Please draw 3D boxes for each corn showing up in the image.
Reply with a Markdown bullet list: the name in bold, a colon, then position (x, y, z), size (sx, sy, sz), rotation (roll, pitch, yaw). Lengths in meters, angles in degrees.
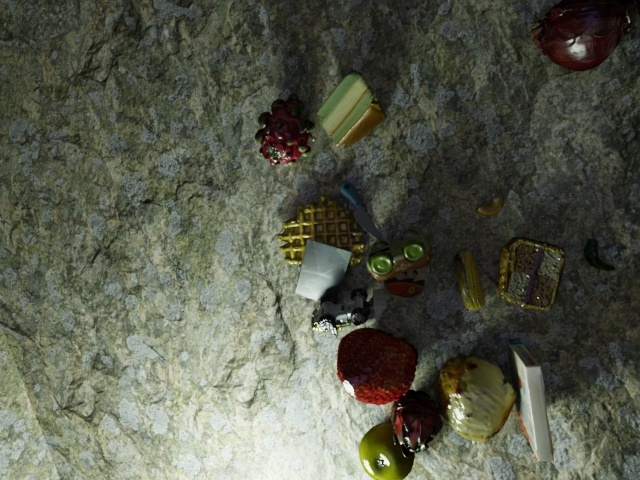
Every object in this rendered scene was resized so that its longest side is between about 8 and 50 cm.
- **corn**: position (0.495, 0.132, 1.340), size (0.072, 0.072, 0.203), rotation (-13, 88, 16)

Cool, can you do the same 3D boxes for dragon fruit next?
- **dragon fruit**: position (-0.131, -0.399, 1.431), size (0.218, 0.198, 0.273), rotation (-15, 87, 24)
- **dragon fruit**: position (0.314, 0.591, 1.327), size (0.182, 0.182, 0.189), rotation (-43, 40, 13)

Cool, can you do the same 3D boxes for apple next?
- **apple**: position (0.229, 0.737, 1.390), size (0.196, 0.157, 0.196), rotation (-1, 86, 23)

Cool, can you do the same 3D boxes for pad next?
- **pad**: position (0.006, 0.120, 1.448), size (0.163, 0.004, 0.243), rotation (16, 117, 3)

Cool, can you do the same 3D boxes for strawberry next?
- **strawberry**: position (0.175, 0.423, 1.327), size (0.250, 0.288, 0.239), rotation (1, 102, 36)

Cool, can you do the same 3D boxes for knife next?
- **knife**: position (0.142, -0.100, 1.443), size (0.058, 0.032, 0.244), rotation (-28, 86, -23)

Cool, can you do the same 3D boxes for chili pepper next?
- **chili pepper**: position (0.860, 0.052, 1.252), size (0.055, 0.035, 0.118), rotation (-33, 79, 31)

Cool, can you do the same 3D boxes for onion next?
- **onion**: position (0.783, -0.633, 1.163), size (0.281, 0.281, 0.221), rotation (-34, 126, 14)

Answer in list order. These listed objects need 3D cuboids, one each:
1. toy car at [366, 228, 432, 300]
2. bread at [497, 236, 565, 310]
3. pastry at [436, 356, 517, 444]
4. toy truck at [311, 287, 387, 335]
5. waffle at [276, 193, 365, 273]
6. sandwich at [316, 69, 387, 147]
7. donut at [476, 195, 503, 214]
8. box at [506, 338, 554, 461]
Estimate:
- **toy car**: position (0.287, 0.097, 1.376), size (0.235, 0.145, 0.235), rotation (2, 110, 6)
- **bread**: position (0.661, 0.105, 1.277), size (0.181, 0.096, 0.222), rotation (10, 97, 15)
- **pastry**: position (0.472, 0.509, 1.277), size (0.236, 0.170, 0.256), rotation (23, 123, 30)
- **toy truck**: position (0.103, 0.256, 1.425), size (0.285, 0.136, 0.111), rotation (-14, 122, 13)
- **waffle**: position (-0.001, 0.000, 1.478), size (0.312, 0.060, 0.307), rotation (-38, 80, 13)
- **sandwich**: position (0.094, -0.429, 1.349), size (0.198, 0.227, 0.155), rotation (-35, 82, 14)
- **donut**: position (0.561, -0.116, 1.328), size (0.083, 0.038, 0.067), rotation (6, 96, 14)
- **box**: position (0.623, 0.461, 1.210), size (0.048, 0.273, 0.265), rotation (-9, 91, 16)
